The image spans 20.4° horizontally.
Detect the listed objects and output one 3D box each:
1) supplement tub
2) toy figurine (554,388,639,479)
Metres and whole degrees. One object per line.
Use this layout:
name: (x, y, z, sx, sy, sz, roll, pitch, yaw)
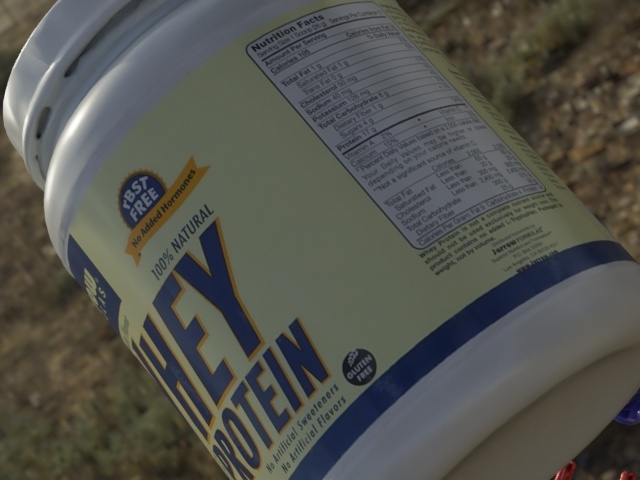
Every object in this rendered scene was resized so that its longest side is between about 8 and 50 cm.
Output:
supplement tub: (0.000, 0.000, 0.960, 0.235, 0.235, 0.325, -37, 69, -8)
toy figurine: (0.149, 0.107, 1.322, 0.191, 0.363, 0.217, -70, 21, 4)
